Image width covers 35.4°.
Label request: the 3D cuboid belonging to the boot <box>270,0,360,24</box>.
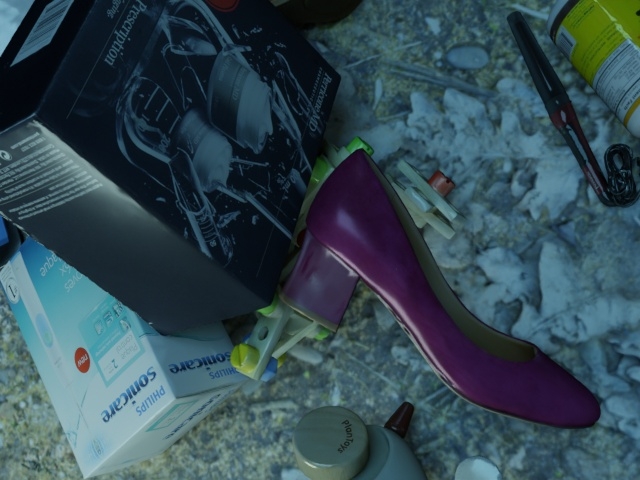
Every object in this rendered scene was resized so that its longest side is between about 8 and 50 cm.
[{"bbox_3d":[-0.065,-0.359,1.318,0.283,0.109,0.220,-44,63,16],"label":"boot"}]

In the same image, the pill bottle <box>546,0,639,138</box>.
[{"bbox_3d":[0.353,-0.194,1.094,0.117,0.117,0.215,-38,68,11],"label":"pill bottle"}]

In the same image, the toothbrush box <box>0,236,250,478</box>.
[{"bbox_3d":[-0.248,0.104,1.225,0.216,0.126,0.295,-41,69,35],"label":"toothbrush box"}]

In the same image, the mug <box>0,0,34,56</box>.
[{"bbox_3d":[-0.357,-0.299,1.294,0.374,0.276,0.328,-45,68,35],"label":"mug"}]

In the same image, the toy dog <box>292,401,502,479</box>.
[{"bbox_3d":[0.126,0.283,1.067,0.333,0.220,0.161,41,64,17],"label":"toy dog"}]

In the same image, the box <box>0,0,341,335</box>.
[{"bbox_3d":[-0.169,-0.132,1.072,0.179,0.312,0.343,-17,44,38],"label":"box"}]

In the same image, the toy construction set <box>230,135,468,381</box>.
[{"bbox_3d":[0.000,0.000,1.178,0.327,0.151,0.215,-38,43,2],"label":"toy construction set"}]

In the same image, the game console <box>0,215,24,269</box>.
[{"bbox_3d":[-0.603,-0.061,1.429,0.173,0.250,0.293,-40,64,39],"label":"game console"}]

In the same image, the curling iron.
[{"bbox_3d":[0.291,-0.154,1.157,0.068,0.035,0.274,-32,70,8],"label":"curling iron"}]

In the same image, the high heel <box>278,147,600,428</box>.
[{"bbox_3d":[0.154,0.059,1.053,0.377,0.127,0.181,25,102,-6],"label":"high heel"}]
